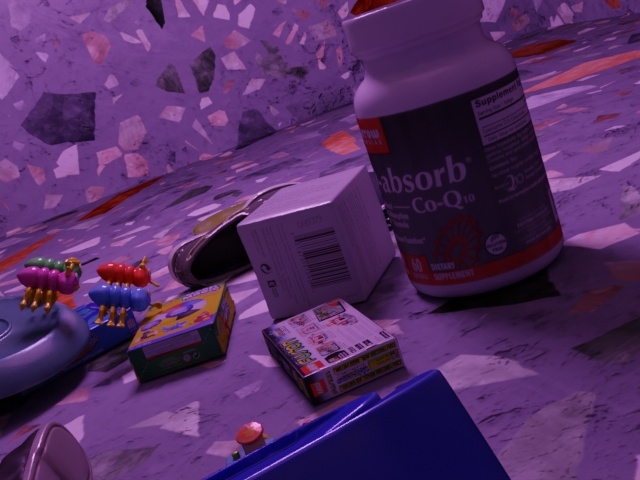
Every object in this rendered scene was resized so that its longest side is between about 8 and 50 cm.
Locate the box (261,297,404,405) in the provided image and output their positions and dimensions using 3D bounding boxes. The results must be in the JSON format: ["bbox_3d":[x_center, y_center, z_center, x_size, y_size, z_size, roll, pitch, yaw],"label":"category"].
[{"bbox_3d":[0.009,0.125,1.072,0.114,0.036,0.207,-22,14,-11],"label":"box"}]

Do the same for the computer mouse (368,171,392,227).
[{"bbox_3d":[0.090,-0.077,1.650,0.189,0.072,0.272,-19,14,4],"label":"computer mouse"}]

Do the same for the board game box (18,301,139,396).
[{"bbox_3d":[-0.417,0.167,1.445,0.210,0.047,0.160,-30,19,-35],"label":"board game box"}]

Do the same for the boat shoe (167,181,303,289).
[{"bbox_3d":[-0.122,-0.008,1.611,0.305,0.109,0.091,-31,18,-20],"label":"boat shoe"}]

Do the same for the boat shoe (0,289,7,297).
[{"bbox_3d":[-0.570,0.159,1.623,0.094,0.109,0.302,-49,19,-13],"label":"boat shoe"}]

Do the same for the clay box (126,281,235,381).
[{"bbox_3d":[-0.195,0.122,1.314,0.127,0.053,0.222,-19,15,3],"label":"clay box"}]

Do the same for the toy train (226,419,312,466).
[{"bbox_3d":[-0.036,0.202,0.822,0.166,0.046,0.125,-10,16,31],"label":"toy train"}]

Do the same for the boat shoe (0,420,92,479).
[{"bbox_3d":[-0.283,0.266,0.815,0.095,0.112,0.335,-37,9,2],"label":"boat shoe"}]

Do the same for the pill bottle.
[{"bbox_3d":[0.163,-0.129,1.152,0.210,0.362,0.210,-18,14,5],"label":"pill bottle"}]

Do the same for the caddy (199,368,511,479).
[{"bbox_3d":[-0.025,0.217,0.506,0.341,0.179,0.241,-25,-9,-20],"label":"caddy"}]

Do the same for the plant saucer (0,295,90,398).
[{"bbox_3d":[-0.505,0.152,1.342,0.318,0.043,0.317,-7,21,3],"label":"plant saucer"}]

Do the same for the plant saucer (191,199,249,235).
[{"bbox_3d":[-0.153,-0.045,1.921,0.241,0.037,0.241,-19,14,5],"label":"plant saucer"}]

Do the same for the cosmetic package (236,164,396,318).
[{"bbox_3d":[0.000,0.000,1.317,0.151,0.151,0.183,-14,14,23],"label":"cosmetic package"}]

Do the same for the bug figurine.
[{"bbox_3d":[-0.355,0.066,1.408,0.216,0.072,0.279,7,6,-12],"label":"bug figurine"}]
